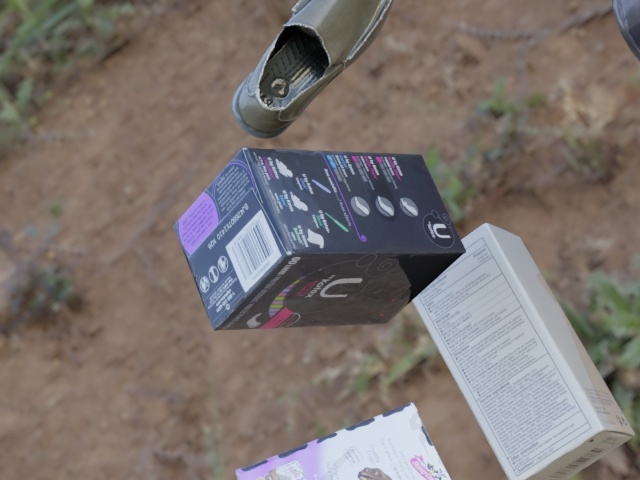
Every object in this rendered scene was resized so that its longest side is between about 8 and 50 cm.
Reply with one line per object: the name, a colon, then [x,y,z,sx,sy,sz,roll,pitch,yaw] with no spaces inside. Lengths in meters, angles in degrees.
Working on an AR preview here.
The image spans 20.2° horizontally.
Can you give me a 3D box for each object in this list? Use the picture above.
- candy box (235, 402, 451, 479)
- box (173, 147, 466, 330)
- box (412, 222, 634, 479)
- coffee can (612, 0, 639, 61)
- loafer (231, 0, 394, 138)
candy box: [0.037,0.275,1.787,0.196,0.165,0.070,-20,-34,-10]
box: [0.000,0.000,2.020,0.270,0.143,0.165,-1,-32,-41]
box: [0.248,0.147,2.278,0.148,0.311,0.121,-35,-24,20]
coffee can: [0.442,-0.277,1.802,0.201,0.201,0.275,-38,3,-18]
loafer: [0.004,-0.215,1.930,0.251,0.094,0.087,-55,6,-9]
